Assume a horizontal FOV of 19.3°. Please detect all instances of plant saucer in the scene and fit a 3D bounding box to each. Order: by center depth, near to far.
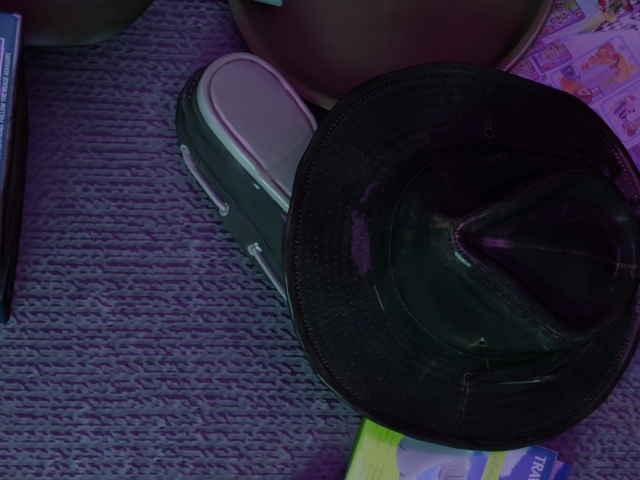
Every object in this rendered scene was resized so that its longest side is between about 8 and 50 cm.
[{"bbox_3d":[-0.275,-0.190,1.411,0.311,0.310,0.050,8,104,-6],"label":"plant saucer"},{"bbox_3d":[0.060,-0.227,1.545,0.278,0.041,0.278,-2,75,9],"label":"plant saucer"}]

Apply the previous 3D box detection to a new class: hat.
[{"bbox_3d":[0.142,0.013,1.423,0.331,0.134,0.331,0,90,-23],"label":"hat"}]

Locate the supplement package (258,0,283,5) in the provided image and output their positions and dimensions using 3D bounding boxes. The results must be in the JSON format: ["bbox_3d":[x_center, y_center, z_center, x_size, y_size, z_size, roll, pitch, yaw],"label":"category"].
[{"bbox_3d":[-0.132,-0.295,1.492,0.244,0.134,0.139,15,80,7],"label":"supplement package"}]

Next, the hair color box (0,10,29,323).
[{"bbox_3d":[-0.268,-0.043,1.351,0.105,0.347,0.174,5,82,-7],"label":"hair color box"}]

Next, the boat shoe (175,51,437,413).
[{"bbox_3d":[0.000,0.000,1.518,0.112,0.095,0.335,-35,90,-30],"label":"boat shoe"}]

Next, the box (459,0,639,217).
[{"bbox_3d":[0.285,-0.147,1.580,0.293,0.057,0.201,-30,86,-7],"label":"box"}]

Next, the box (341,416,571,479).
[{"bbox_3d":[0.109,0.199,1.522,0.178,0.042,0.109,20,80,-3],"label":"box"}]
